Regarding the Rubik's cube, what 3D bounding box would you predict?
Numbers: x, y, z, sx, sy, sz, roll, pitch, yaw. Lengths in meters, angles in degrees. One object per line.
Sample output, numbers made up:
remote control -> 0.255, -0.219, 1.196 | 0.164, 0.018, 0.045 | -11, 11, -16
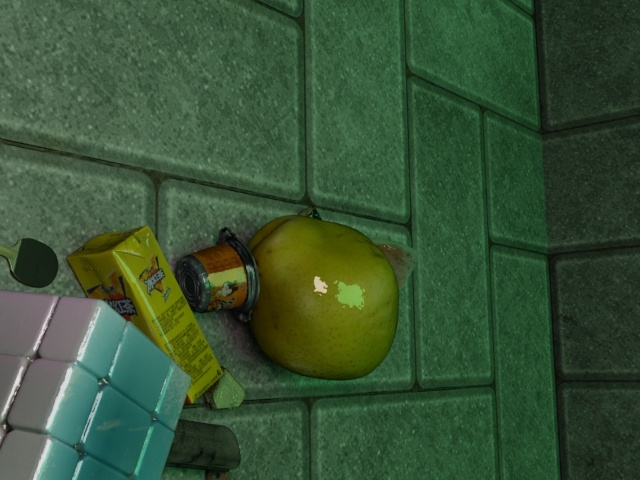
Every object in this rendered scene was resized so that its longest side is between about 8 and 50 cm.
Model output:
Rubik's cube -> -0.442, 0.282, 1.304 | 0.321, 0.319, 0.315 | 61, 38, -53

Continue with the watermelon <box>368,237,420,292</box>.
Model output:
watermelon -> 0.151, 0.115, 2.233 | 0.305, 0.180, 0.223 | -54, 141, -44

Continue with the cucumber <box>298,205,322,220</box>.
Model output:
cucumber -> 0.000, 0.000, 2.165 | 0.058, 0.058, 0.187 | -45, 119, -45

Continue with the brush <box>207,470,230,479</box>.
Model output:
brush -> -0.211, 0.653, 1.794 | 0.065, 0.070, 0.327 | 21, 65, -67

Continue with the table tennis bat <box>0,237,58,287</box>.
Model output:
table tennis bat -> -0.545, 0.032, 1.517 | 0.156, 0.013, 0.086 | 32, 61, -45

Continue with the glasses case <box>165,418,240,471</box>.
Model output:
glasses case -> -0.295, 0.410, 1.705 | 0.299, 0.060, 0.114 | 24, 26, -47

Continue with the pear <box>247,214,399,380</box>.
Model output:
pear -> -0.001, 0.129, 1.911 | 0.418, 0.362, 0.362 | 47, 49, -19

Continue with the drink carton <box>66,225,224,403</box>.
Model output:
drink carton -> -0.340, 0.151, 1.637 | 0.111, 0.155, 0.351 | -43, 117, -46

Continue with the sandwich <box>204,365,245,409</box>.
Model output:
sandwich -> -0.215, 0.345, 1.856 | 0.105, 0.036, 0.093 | 51, 47, -35

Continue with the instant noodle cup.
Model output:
instant noodle cup -> -0.230, 0.084, 1.789 | 0.126, 0.178, 0.208 | -13, 75, -38
